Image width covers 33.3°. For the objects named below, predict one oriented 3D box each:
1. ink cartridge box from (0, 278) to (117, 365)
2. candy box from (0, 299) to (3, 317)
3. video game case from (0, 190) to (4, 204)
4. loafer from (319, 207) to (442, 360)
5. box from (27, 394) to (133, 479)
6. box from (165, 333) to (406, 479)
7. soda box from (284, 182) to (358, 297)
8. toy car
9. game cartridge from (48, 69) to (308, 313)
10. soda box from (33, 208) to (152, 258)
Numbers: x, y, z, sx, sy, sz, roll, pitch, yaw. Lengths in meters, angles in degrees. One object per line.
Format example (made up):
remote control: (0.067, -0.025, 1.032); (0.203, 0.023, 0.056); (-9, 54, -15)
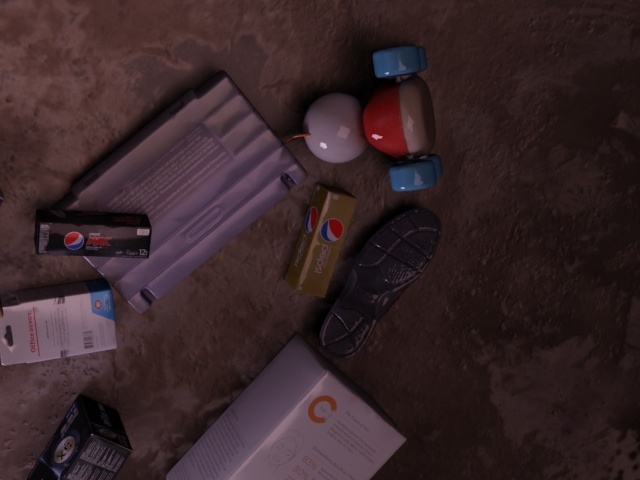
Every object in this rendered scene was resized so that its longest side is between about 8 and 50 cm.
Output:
ink cartridge box: (-0.417, 0.127, 1.682); (0.180, 0.060, 0.104); (-8, 111, -18)
candy box: (-0.612, 0.089, 1.481); (0.316, 0.183, 0.087); (-20, 117, -13)
video game case: (-0.618, -0.023, 1.567); (0.210, 0.042, 0.232); (34, 94, -28)
loafer: (0.099, 0.072, 1.855); (0.109, 0.095, 0.302); (36, 88, 4)
box: (-0.392, 0.365, 1.723); (0.077, 0.147, 0.180); (30, 96, -27)
box: (-0.062, 0.373, 1.838); (0.345, 0.168, 0.215); (-47, 116, 0)
soda box: (0.000, 0.000, 1.794); (0.058, 0.061, 0.181); (13, 103, -24)
toy car: (0.060, -0.186, 1.716); (0.238, 0.210, 0.219); (-7, 98, 12)
game cartridge: (-0.223, -0.077, 1.679); (0.355, 0.068, 0.230); (-39, 112, 1)
soda box: (-0.342, -0.010, 1.606); (0.169, 0.060, 0.053); (3, 111, -18)
